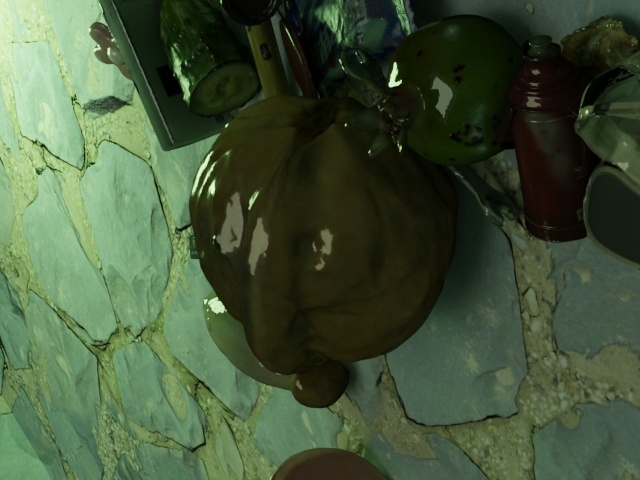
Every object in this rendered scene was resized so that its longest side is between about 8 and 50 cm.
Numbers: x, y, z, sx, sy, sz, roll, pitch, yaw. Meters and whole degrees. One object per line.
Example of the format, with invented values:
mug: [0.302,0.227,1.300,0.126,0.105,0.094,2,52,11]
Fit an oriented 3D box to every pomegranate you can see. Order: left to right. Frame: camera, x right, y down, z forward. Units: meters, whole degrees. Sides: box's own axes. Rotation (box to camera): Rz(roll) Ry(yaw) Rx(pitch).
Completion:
pomegranate: [0.136,-0.166,1.330,0.181,0.224,0.181,30,129,46]

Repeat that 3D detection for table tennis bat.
table tennis bat: [-0.022,-0.223,1.652,0.220,0.019,0.130,74,174,-51]

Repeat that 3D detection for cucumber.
cucumber: [-0.198,-0.321,1.843,0.244,0.134,0.134,58,147,23]

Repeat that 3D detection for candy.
candy: [0.015,0.451,1.857,0.255,0.255,0.094,56,146,20]
candy: [0.039,-0.298,1.542,0.331,0.077,0.187,-21,88,63]

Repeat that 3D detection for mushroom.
mushroom: [-0.089,0.175,1.960,0.350,0.128,0.128,32,133,41]

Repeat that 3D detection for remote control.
remote control: [-0.266,-0.324,1.905,0.050,0.145,0.344,-20,94,48]

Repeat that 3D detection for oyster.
oyster: [0.304,-0.187,1.249,0.146,0.045,0.121,28,146,48]

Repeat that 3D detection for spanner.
spanner: [0.134,-0.131,1.435,0.302,0.071,0.017,47,126,5]

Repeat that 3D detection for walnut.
walnut: [0.007,-0.008,1.532,0.383,0.383,0.383,33,133,44]

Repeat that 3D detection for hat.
hat: [0.361,-0.059,1.114,0.275,0.161,0.232,67,170,-11]

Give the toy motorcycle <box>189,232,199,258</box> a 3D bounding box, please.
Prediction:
toy motorcycle: [-0.134,-0.001,1.925,0.274,0.125,0.187,-2,92,62]

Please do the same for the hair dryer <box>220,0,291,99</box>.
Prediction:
hair dryer: [-0.088,-0.301,1.722,0.135,0.090,0.279,-111,5,-57]

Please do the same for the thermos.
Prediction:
thermos: [0.256,-0.114,1.248,0.124,0.099,0.232,50,161,52]

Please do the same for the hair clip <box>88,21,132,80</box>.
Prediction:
hair clip: [-0.340,-0.371,2.065,0.146,0.075,0.257,34,146,-12]
